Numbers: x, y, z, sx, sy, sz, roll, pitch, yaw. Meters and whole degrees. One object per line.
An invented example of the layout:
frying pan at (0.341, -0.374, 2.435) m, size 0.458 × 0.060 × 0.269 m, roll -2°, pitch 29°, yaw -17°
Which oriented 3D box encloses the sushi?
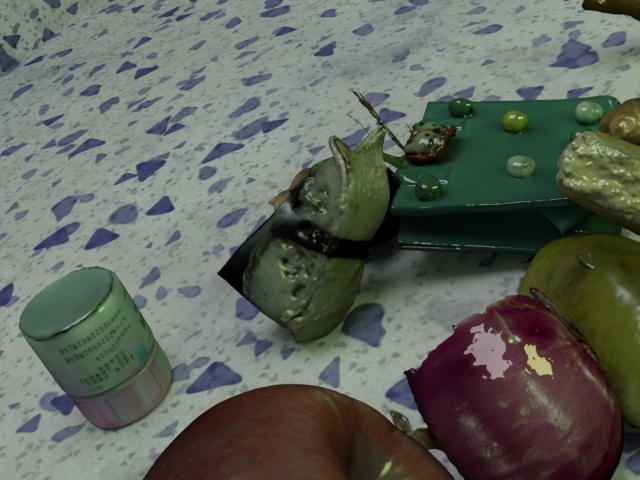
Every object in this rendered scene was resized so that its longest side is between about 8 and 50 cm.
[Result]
sushi at (0.017, -0.002, 1.122) m, size 0.273 × 0.134 × 0.109 m, roll -50°, pitch 46°, yaw 10°

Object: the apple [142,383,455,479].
apple at (-0.019, 0.257, 0.711) m, size 0.235 × 0.306 × 0.305 m, roll -49°, pitch 26°, yaw 19°

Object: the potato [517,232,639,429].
potato at (0.295, 0.059, 0.917) m, size 0.160 × 0.111 × 0.271 m, roll -18°, pitch 27°, yaw -11°

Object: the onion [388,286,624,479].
onion at (0.174, 0.149, 0.809) m, size 0.201 × 0.207 × 0.200 m, roll 3°, pitch 60°, yaw -4°

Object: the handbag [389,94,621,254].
handbag at (0.236, -0.097, 1.169) m, size 0.274 × 0.100 × 0.268 m, roll 5°, pitch 40°, yaw 17°

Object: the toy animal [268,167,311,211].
toy animal at (-0.015, -0.055, 1.361) m, size 0.083 × 0.089 × 0.150 m, roll -26°, pitch 27°, yaw 43°

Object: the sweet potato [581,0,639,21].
sweet potato at (0.559, -0.349, 1.363) m, size 0.346 × 0.108 × 0.079 m, roll -10°, pitch 30°, yaw 16°

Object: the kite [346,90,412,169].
kite at (0.111, -0.133, 1.324) m, size 0.244 × 0.198 × 0.006 m, roll 51°, pitch 120°, yaw 26°

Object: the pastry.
pastry at (0.352, -0.029, 0.946) m, size 0.258 × 0.089 × 0.121 m, roll 29°, pitch 25°, yaw 18°

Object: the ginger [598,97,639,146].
ginger at (0.444, -0.088, 1.029) m, size 0.294 × 0.086 × 0.131 m, roll 29°, pitch 14°, yaw 30°

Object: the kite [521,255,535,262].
kite at (0.296, 0.001, 1.122) m, size 0.122 × 0.004 × 0.090 m, roll -38°, pitch 39°, yaw -27°

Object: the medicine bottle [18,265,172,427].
medicine bottle at (-0.273, 0.133, 1.162) m, size 0.135 × 0.168 × 0.135 m, roll -17°, pitch 31°, yaw 11°

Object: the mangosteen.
mangosteen at (0.043, -0.038, 1.260) m, size 0.151 × 0.137 × 0.137 m, roll -56°, pitch 28°, yaw 15°
